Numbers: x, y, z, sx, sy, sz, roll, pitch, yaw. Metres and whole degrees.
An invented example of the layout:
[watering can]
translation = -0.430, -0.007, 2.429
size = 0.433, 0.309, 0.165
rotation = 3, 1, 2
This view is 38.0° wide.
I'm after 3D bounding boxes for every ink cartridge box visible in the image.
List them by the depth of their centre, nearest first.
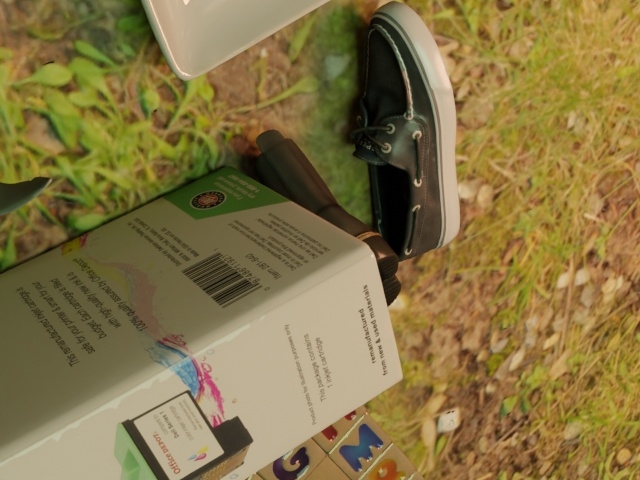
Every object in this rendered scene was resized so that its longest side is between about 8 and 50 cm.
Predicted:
[ink cartridge box]
translation = -0.119, 0.078, 0.626
size = 0.278, 0.201, 0.117
rotation = -28, 123, -22

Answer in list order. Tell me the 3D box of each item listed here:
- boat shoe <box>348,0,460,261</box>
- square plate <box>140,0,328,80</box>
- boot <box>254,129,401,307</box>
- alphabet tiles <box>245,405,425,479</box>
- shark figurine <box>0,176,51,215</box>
[boat shoe]
translation = 0.061, -0.079, 0.773
size = 0.076, 0.080, 0.229
rotation = -30, 130, -23
[square plate]
translation = -0.025, -0.337, 0.622
size = 0.344, 0.049, 0.347
rotation = -34, 124, -20
[boot]
translation = 0.000, 0.000, 0.765
size = 0.076, 0.137, 0.198
rotation = -32, 162, -17
[alphabet tiles]
translation = -0.026, 0.299, 0.902
size = 0.285, 0.011, 0.343
rotation = -45, 127, -11
[shark figurine]
translation = -0.310, -0.001, 0.523
size = 0.278, 0.116, 0.166
rotation = 8, 105, -35
